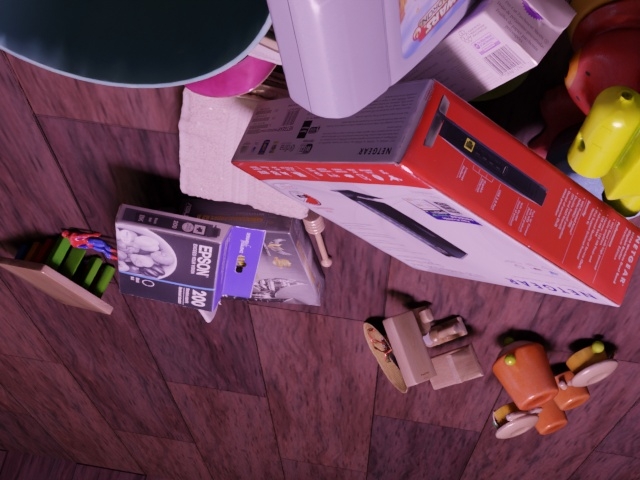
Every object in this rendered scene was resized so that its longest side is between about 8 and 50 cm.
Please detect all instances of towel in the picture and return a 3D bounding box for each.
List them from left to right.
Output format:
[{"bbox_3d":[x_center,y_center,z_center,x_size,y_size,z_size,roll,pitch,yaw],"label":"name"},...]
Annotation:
[{"bbox_3d":[-0.085,-0.118,1.088,0.187,0.049,0.282,13,151,-2],"label":"towel"}]

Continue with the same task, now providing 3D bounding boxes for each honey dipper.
[{"bbox_3d":[0.000,0.000,1.282,0.030,0.031,0.161,4,152,13],"label":"honey dipper"}]

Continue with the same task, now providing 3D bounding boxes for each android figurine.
[{"bbox_3d":[0.345,-0.104,0.726,0.248,0.056,0.273,-8,155,-5],"label":"android figurine"}]

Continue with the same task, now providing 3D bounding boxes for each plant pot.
[{"bbox_3d":[-0.147,-0.295,0.613,0.292,0.235,0.293,9,150,5],"label":"plant pot"}]

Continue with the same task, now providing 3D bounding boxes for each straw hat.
[{"bbox_3d":[0.140,0.195,1.526,0.061,0.144,0.144,-28,154,-15],"label":"straw hat"}]

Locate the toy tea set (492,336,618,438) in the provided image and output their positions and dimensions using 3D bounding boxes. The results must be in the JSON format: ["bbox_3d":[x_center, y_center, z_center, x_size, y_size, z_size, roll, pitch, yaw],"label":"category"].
[{"bbox_3d":[0.390,0.256,1.543,0.199,0.124,0.336,-15,150,-13],"label":"toy tea set"}]

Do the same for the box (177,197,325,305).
[{"bbox_3d":[-0.104,0.022,1.328,0.182,0.056,0.231,4,150,15],"label":"box"}]

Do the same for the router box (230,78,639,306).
[{"bbox_3d":[0.109,-0.047,0.890,0.301,0.082,0.335,29,170,-28],"label":"router box"}]

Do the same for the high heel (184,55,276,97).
[{"bbox_3d":[-0.067,-0.223,0.864,0.244,0.082,0.117,-10,144,32],"label":"high heel"}]

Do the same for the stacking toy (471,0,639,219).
[{"bbox_3d":[0.232,-0.119,0.891,0.279,0.131,0.309,2,149,15],"label":"stacking toy"}]

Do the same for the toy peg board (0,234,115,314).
[{"bbox_3d":[-0.455,0.052,1.505,0.160,0.079,0.161,6,154,42],"label":"toy peg board"}]

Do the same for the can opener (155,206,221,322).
[{"bbox_3d":[-0.225,0.047,1.395,0.093,0.074,0.280,4,149,12],"label":"can opener"}]

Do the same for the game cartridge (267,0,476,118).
[{"bbox_3d":[0.077,-0.231,0.601,0.062,0.297,0.198,30,158,28],"label":"game cartridge"}]

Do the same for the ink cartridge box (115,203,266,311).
[{"bbox_3d":[-0.196,0.034,1.263,0.208,0.045,0.206,10,146,-5],"label":"ink cartridge box"}]

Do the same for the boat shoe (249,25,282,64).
[{"bbox_3d":[-0.094,-0.233,0.788,0.302,0.113,0.103,33,157,14],"label":"boat shoe"}]

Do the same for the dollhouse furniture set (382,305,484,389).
[{"bbox_3d":[0.161,0.194,1.444,0.151,0.144,0.123,-13,169,-38],"label":"dollhouse furniture set"}]

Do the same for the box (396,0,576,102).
[{"bbox_3d":[0.113,-0.161,0.807,0.067,0.063,0.324,42,163,-9],"label":"box"}]

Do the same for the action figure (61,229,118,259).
[{"bbox_3d":[-0.378,0.005,1.424,0.115,0.030,0.038,17,145,1],"label":"action figure"}]
